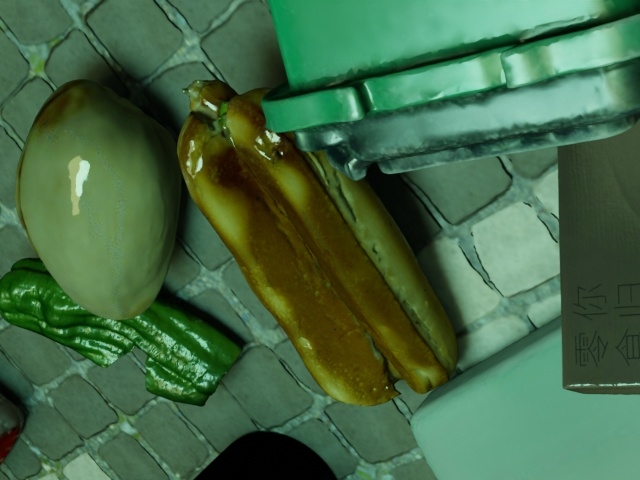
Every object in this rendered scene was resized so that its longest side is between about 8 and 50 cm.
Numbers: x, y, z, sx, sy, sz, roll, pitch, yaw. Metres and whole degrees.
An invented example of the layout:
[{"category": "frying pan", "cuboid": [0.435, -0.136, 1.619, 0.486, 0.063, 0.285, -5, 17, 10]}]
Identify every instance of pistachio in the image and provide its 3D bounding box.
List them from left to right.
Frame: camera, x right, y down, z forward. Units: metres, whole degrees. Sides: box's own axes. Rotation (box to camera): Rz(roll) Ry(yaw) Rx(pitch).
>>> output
[{"category": "pistachio", "cuboid": [-0.194, -0.036, 1.041, 0.144, 0.144, 0.215, 13, 117, 24]}]

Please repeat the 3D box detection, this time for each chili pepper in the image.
[{"category": "chili pepper", "cuboid": [-0.197, 0.079, 1.158, 0.253, 0.083, 0.099, 23, 130, 11]}]

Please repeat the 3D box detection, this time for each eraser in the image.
[{"category": "eraser", "cuboid": [0.226, 0.146, 0.924, 0.189, 0.104, 0.290, 49, 132, -4]}]

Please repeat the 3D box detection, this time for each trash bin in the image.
[{"category": "trash bin", "cuboid": [0.088, -0.249, 0.657, 0.295, 0.259, 0.381, -8, 112, 35]}]

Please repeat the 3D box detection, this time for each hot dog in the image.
[{"category": "hot dog", "cuboid": [0.000, 0.000, 0.951, 0.135, 0.100, 0.337, -16, 125, 29]}]

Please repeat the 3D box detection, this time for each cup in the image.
[{"category": "cup", "cuboid": [-0.105, 0.299, 1.160, 0.239, 0.177, 0.166, -18, 107, 30]}]

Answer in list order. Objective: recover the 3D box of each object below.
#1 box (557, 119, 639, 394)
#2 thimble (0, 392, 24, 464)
[{"category": "box", "cuboid": [0.263, -0.008, 0.746, 0.215, 0.086, 0.215, -7, 77, 35]}, {"category": "thimble", "cuboid": [-0.432, 0.231, 1.342, 0.125, 0.163, 0.189, 37, 132, 3]}]
